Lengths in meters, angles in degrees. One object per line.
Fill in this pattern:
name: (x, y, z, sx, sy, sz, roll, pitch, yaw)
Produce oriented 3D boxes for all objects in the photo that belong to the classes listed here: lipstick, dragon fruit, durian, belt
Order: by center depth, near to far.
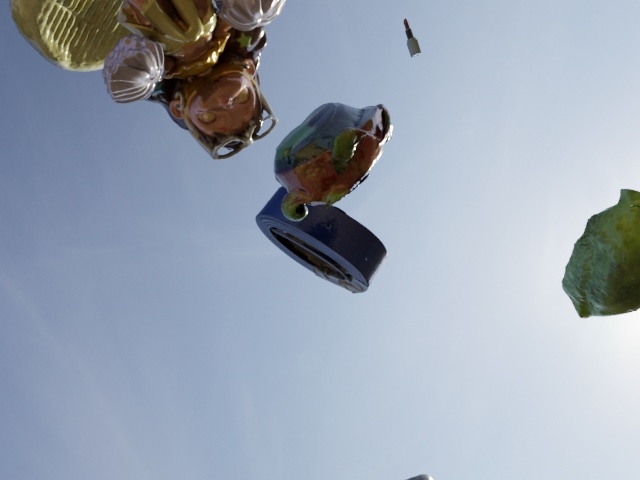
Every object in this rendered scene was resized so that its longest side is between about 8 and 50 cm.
durian: (0.460, 0.034, 0.793, 0.139, 0.101, 0.250, 18, -39, 9)
dragon fruit: (0.014, -0.172, 1.013, 0.295, 0.268, 0.130, -49, -62, -21)
belt: (0.000, 0.000, 1.357, 0.117, 0.347, 0.212, -55, -9, -25)
lipstick: (0.257, -0.580, 1.479, 0.025, 0.025, 0.107, -24, -81, -32)

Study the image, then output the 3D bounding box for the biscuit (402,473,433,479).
biscuit: (0.040, 0.499, 0.844, 0.369, 0.076, 0.394, -15, -34, -13)

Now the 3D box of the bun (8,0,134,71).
bun: (-0.397, -0.399, 0.850, 0.229, 0.145, 0.229, -37, -23, -18)

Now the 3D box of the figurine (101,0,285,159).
figurine: (-0.119, -0.182, 0.473, 0.175, 0.115, 0.240, -36, -25, -8)
